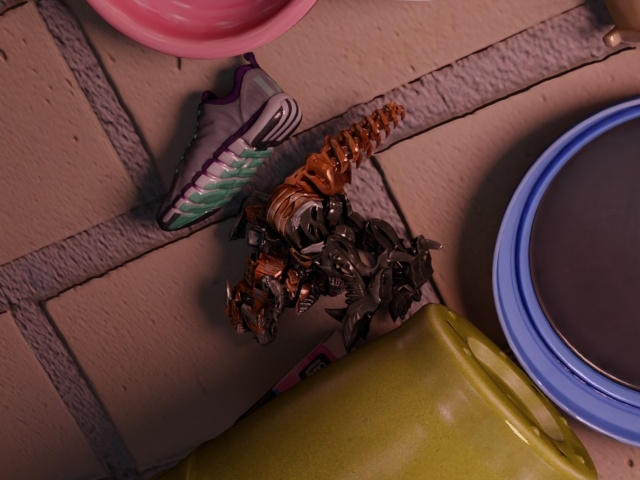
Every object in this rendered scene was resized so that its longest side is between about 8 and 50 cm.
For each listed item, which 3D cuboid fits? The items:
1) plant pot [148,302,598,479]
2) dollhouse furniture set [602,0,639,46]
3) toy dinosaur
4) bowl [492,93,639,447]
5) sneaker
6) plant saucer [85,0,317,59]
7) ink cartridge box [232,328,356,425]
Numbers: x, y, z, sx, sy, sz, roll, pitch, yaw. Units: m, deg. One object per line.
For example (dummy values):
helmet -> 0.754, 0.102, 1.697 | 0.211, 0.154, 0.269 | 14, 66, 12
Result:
plant pot -> 0.067, 0.260, 1.028 | 0.366, 0.366, 0.353 | 44, 102, -3
dollhouse furniture set -> 0.359, -0.249, 0.905 | 0.174, 0.355, 0.303 | -39, 117, -13
toy dinosaur -> 0.000, 0.000, 1.124 | 0.218, 0.164, 0.322 | 40, 141, 18
bowl -> 0.372, 0.031, 1.043 | 0.391, 0.077, 0.391 | 7, 113, 16
sneaker -> -0.119, -0.106, 1.166 | 0.224, 0.083, 0.098 | -42, 73, 23
plant saucer -> -0.121, -0.354, 1.048 | 0.332, 0.084, 0.332 | 7, 114, 17
ink cartridge box -> 0.081, 0.296, 1.230 | 0.371, 0.069, 0.176 | 45, 112, 2
